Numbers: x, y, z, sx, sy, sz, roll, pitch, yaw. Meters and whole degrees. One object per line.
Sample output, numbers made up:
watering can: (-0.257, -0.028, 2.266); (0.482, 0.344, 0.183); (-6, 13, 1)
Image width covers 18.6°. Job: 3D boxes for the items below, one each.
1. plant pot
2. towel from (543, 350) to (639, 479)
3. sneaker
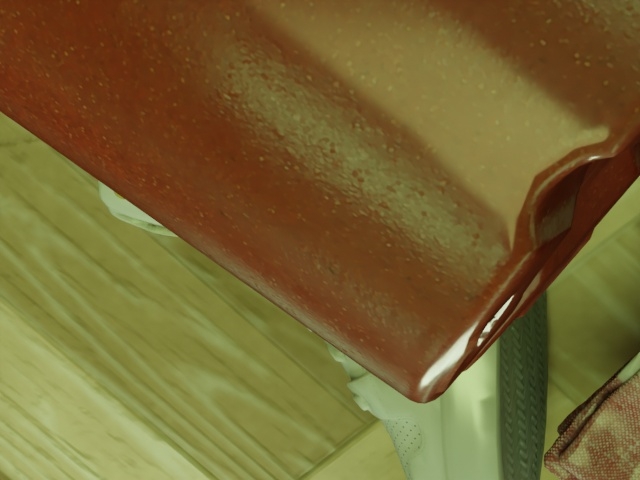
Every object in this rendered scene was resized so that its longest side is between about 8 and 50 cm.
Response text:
plant pot: (-0.005, -0.107, 0.597); (0.265, 0.272, 0.272); (40, 123, 8)
towel: (0.261, 0.062, 0.707); (0.237, 0.037, 0.329); (41, 126, 3)
sneaker: (0.000, 0.000, 0.807); (0.169, 0.108, 0.292); (-3, 110, 18)
